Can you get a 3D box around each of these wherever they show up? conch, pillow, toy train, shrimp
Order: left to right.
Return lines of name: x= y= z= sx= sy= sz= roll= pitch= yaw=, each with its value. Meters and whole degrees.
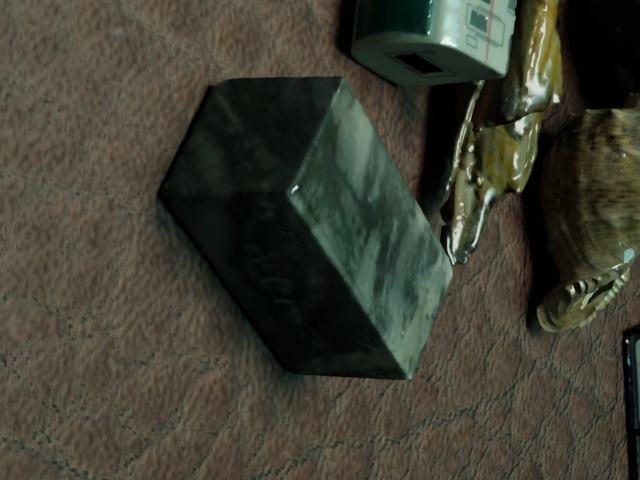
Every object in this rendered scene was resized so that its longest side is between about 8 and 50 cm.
toy train: x=0.085 y=-0.304 z=1.265 sx=0.088 sy=0.086 sz=0.407 roll=21 pitch=72 yaw=-49
shrimp: x=0.129 y=-0.112 z=1.289 sx=0.145 sy=0.059 sz=0.254 roll=118 pitch=-13 yaw=-59
conch: x=0.223 y=-0.022 z=1.441 sx=0.155 sy=0.130 sz=0.207 roll=16 pitch=96 yaw=-42
pillow: x=0.254 y=-0.118 z=1.512 sx=0.055 sy=0.141 sz=0.208 roll=-31 pitch=125 yaw=-4

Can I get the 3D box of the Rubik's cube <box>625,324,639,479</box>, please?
Rubik's cube: x=0.362 y=0.146 z=1.615 sx=0.167 sy=0.180 sz=0.183 roll=-11 pitch=101 yaw=-58

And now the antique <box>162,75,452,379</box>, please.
antique: x=0.000 y=0.000 z=1.121 sx=0.183 sy=0.088 sz=0.086 roll=57 pitch=46 yaw=-41
